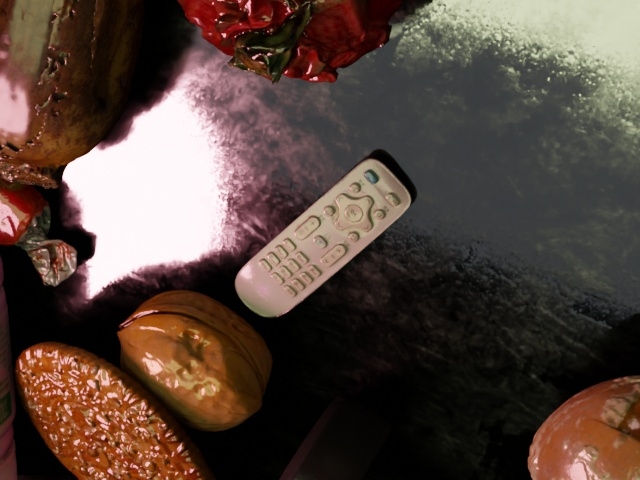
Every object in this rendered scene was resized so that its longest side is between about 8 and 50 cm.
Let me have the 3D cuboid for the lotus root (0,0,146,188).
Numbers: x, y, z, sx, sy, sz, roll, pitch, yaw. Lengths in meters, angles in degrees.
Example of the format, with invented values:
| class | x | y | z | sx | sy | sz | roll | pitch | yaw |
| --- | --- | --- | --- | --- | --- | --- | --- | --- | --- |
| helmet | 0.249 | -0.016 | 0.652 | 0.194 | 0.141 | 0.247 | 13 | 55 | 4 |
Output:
| class | x | y | z | sx | sy | sz | roll | pitch | yaw |
| --- | --- | --- | --- | --- | --- | --- | --- | --- | --- |
| lotus root | -0.283 | -0.236 | 1.835 | 0.196 | 0.179 | 0.397 | 23 | 113 | 29 |

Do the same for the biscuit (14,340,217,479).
| class | x | y | z | sx | sy | sz | roll | pitch | yaw |
| --- | --- | --- | --- | --- | --- | --- | --- | --- | --- |
| biscuit | -0.235 | 0.234 | 1.987 | 0.305 | 0.038 | 0.305 | 29 | 147 | 21 |

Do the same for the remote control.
| class | x | y | z | sx | sy | sz | roll | pitch | yaw |
| --- | --- | --- | --- | --- | --- | --- | --- | --- | --- |
| remote control | 0.000 | 0.000 | 1.892 | 0.229 | 0.044 | 0.073 | -42 | 96 | 20 |

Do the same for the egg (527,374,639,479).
| class | x | y | z | sx | sy | sz | roll | pitch | yaw |
| --- | --- | --- | --- | --- | --- | --- | --- | --- | --- |
| egg | 0.326 | 0.231 | 1.777 | 0.233 | 0.195 | 0.195 | 12 | 114 | 30 |

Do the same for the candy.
| class | x | y | z | sx | sy | sz | roll | pitch | yaw |
| --- | --- | --- | --- | --- | --- | --- | --- | --- | --- |
| candy | -0.393 | -0.059 | 2.002 | 0.292 | 0.059 | 0.086 | 39 | 117 | 1 |

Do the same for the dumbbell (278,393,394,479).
| class | x | y | z | sx | sy | sz | roll | pitch | yaw |
| --- | --- | --- | --- | --- | --- | --- | --- | --- | --- |
| dumbbell | 0.104 | 0.330 | 1.888 | 0.322 | 0.204 | 0.203 | 32 | 117 | 6 |

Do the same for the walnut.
| class | x | y | z | sx | sy | sz | roll | pitch | yaw |
| --- | --- | --- | --- | --- | --- | --- | --- | --- | --- |
| walnut | -0.140 | 0.131 | 1.935 | 0.180 | 0.144 | 0.144 | 24 | 117 | 1 |

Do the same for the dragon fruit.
| class | x | y | z | sx | sy | sz | roll | pitch | yaw |
| --- | --- | --- | --- | --- | --- | --- | --- | --- | --- |
| dragon fruit | -0.033 | -0.296 | 1.681 | 0.244 | 0.244 | 0.299 | -16 | 88 | 25 |

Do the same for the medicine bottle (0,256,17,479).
| class | x | y | z | sx | sy | sz | roll | pitch | yaw |
| --- | --- | --- | --- | --- | --- | --- | --- | --- | --- |
| medicine bottle | -0.464 | 0.173 | 2.033 | 0.212 | 0.212 | 0.325 | 7 | 112 | 18 |
